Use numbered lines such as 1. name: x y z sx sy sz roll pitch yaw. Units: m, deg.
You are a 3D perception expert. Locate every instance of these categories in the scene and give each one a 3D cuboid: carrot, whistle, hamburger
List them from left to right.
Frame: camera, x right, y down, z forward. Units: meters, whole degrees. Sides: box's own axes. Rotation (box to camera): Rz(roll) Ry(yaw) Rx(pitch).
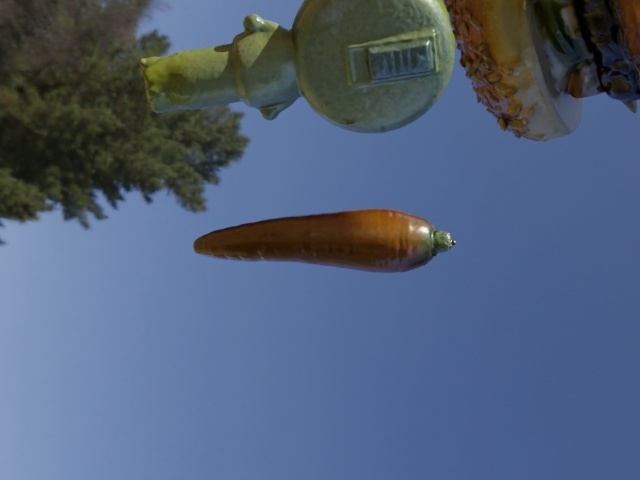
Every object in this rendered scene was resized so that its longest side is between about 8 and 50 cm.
1. whistle: -0.014 -0.110 0.558 0.057 0.198 0.104 -99 180 -61
2. carrot: 0.000 0.000 0.471 0.142 0.035 0.035 0 -105 7
3. hamburger: 0.233 -0.234 0.805 0.225 0.291 0.291 -10 -110 26
